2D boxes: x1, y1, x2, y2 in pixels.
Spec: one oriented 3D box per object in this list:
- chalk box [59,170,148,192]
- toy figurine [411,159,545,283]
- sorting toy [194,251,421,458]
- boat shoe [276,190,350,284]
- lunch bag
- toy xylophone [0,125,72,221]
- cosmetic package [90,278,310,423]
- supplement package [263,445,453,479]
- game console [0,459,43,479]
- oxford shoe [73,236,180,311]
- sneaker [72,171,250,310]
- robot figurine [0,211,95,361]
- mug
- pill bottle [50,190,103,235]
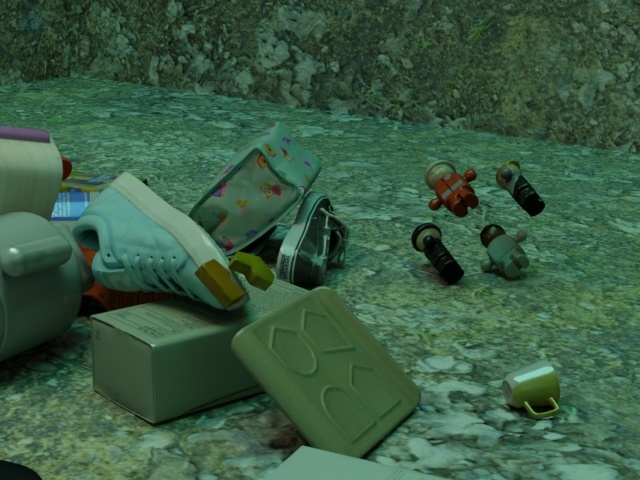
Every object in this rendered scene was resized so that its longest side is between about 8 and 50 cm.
[{"bbox_3d":[-0.408,-0.049,2.281,0.213,0.132,0.132,6,16,20],"label":"chalk box"},{"bbox_3d":[0.281,-0.040,2.171,0.209,0.213,0.148,-4,31,-18],"label":"toy figurine"},{"bbox_3d":[-0.023,0.137,1.540,0.307,0.041,0.229,49,32,9],"label":"sorting toy"},{"bbox_3d":[0.000,-0.004,2.205,0.104,0.113,0.306,10,19,7],"label":"boat shoe"},{"bbox_3d":[-0.140,-0.073,2.284,0.160,0.262,0.223,44,19,-6],"label":"lunch bag"},{"bbox_3d":[-0.518,-0.028,1.857,0.236,0.323,0.081,11,23,-45],"label":"toy xylophone"},{"bbox_3d":[-0.144,0.143,1.665,0.309,0.113,0.160,-12,20,-38],"label":"cosmetic package"},{"bbox_3d":[0.037,0.286,1.191,0.179,0.105,0.105,9,18,23],"label":"supplement package"},{"bbox_3d":[-0.510,0.290,1.208,0.386,0.060,0.342,7,16,22],"label":"game console"},{"bbox_3d":[-0.300,0.055,1.906,0.363,0.130,0.132,12,-3,37],"label":"oxford shoe"},{"bbox_3d":[-0.234,0.034,1.696,0.150,0.135,0.366,-44,38,-11],"label":"sneaker"},{"bbox_3d":[-0.479,0.075,1.707,0.300,0.200,0.353,-36,-6,32],"label":"robot figurine"},{"bbox_3d":[0.283,0.199,1.614,0.064,0.062,0.078,-11,12,-15],"label":"mug"},{"bbox_3d":[-0.473,-0.009,2.095,0.272,0.152,0.152,-2,16,-12],"label":"pill bottle"}]
